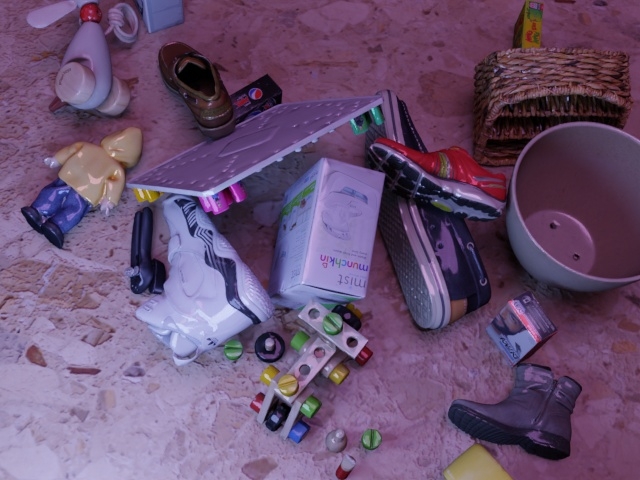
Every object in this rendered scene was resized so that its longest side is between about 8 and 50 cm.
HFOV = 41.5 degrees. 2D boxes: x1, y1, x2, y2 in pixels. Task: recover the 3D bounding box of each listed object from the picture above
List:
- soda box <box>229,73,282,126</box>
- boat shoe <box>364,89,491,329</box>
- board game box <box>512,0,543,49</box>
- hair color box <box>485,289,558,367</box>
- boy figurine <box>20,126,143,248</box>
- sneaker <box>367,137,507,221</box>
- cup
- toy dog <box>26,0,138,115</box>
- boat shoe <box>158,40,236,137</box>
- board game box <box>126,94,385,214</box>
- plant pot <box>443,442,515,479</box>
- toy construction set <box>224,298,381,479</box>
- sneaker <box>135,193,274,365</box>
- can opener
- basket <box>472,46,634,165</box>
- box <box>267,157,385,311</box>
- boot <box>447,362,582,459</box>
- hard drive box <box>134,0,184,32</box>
[{"bbox_3d":[-0.164,-0.285,1.807,0.169,0.053,0.060,-34,73,-18],"label":"soda box"},{"bbox_3d":[0.206,-0.072,1.683,0.156,0.187,0.500,-11,72,-16],"label":"boat shoe"},{"bbox_3d":[0.468,-0.444,1.922,0.043,0.092,0.181,11,65,0],"label":"board game box"},{"bbox_3d":[0.375,0.169,1.590,0.053,0.167,0.093,-27,70,-16],"label":"hair color box"},{"bbox_3d":[-0.466,-0.127,1.686,0.177,0.092,0.285,33,66,10],"label":"boy figurine"},{"bbox_3d":[0.218,-0.130,1.567,0.279,0.107,0.118,24,64,-10],"label":"sneaker"},{"bbox_3d":[0.498,-0.031,1.654,0.331,0.237,0.331,3,66,-7],"label":"cup"},{"bbox_3d":[-0.514,-0.397,1.770,0.161,0.220,0.333,-16,56,22],"label":"toy dog"},{"bbox_3d":[-0.259,-0.345,1.758,0.111,0.104,0.307,-28,52,-14],"label":"boat shoe"},{"bbox_3d":[-0.126,-0.166,1.587,0.390,0.390,0.050,-31,111,-26],"label":"board game box"},{"bbox_3d":[0.254,0.507,1.394,0.239,0.254,0.254,-40,74,-4],"label":"plant pot"},{"bbox_3d":[0.005,0.249,1.478,0.258,0.237,0.308,-21,70,-15],"label":"toy construction set"},{"bbox_3d":[-0.255,0.066,1.571,0.210,0.137,0.366,-37,52,-6],"label":"sneaker"},{"bbox_3d":[-0.349,0.021,1.656,0.059,0.073,0.186,-25,60,26],"label":"can opener"},{"bbox_3d":[0.479,-0.271,1.742,0.299,0.213,0.222,1,90,-6],"label":"basket"},{"bbox_3d":[0.000,0.000,1.547,0.127,0.262,0.231,13,76,-15],"label":"box"},{"bbox_3d":[0.364,0.301,1.587,0.247,0.083,0.161,19,59,-4],"label":"boot"},{"bbox_3d":[-0.374,-0.601,1.834,0.089,0.232,0.181,-22,69,-15],"label":"hard drive box"}]
